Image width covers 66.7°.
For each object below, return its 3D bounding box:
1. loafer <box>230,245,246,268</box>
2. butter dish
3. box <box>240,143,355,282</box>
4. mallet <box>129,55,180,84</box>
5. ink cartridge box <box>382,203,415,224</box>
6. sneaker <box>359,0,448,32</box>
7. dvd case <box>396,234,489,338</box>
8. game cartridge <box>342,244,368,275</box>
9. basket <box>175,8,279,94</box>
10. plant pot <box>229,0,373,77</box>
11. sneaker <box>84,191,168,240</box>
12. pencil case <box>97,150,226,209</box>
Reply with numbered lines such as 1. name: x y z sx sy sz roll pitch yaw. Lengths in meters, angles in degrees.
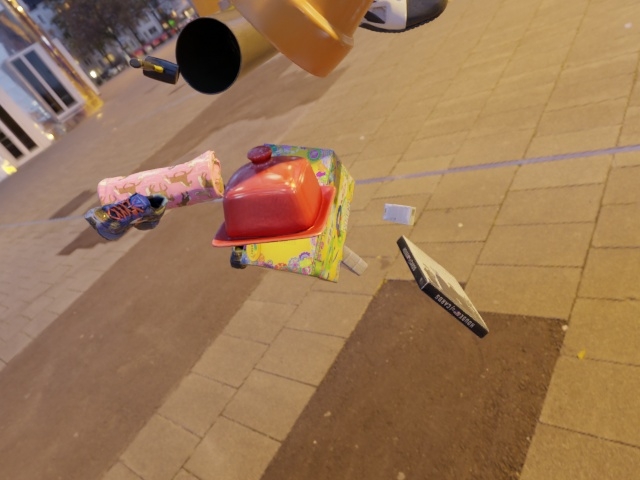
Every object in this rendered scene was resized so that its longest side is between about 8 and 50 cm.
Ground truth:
1. loafer: -0.242 0.010 1.611 0.076 0.078 0.223 8 31 7
2. butter dish: -0.070 -0.074 0.674 0.160 0.118 0.159 -6 29 13
3. box: -0.042 -0.055 1.224 0.177 0.279 0.289 8 83 16
4. mallet: -0.290 -0.290 0.807 0.189 0.063 0.039 -81 8 -76
5. ink cartridge box: 0.271 -0.091 1.679 0.029 0.062 0.115 1 9 -44
6. sneaker: 0.089 -0.498 0.938 0.331 0.146 0.122 3 70 3
7. dvd case: 0.256 0.091 1.050 0.029 0.179 0.238 -48 17 15
8. game cartridge: 0.000 0.000 1.578 0.068 0.230 0.355 -49 17 -6
9. basket: -0.192 -0.458 1.128 0.205 0.154 0.227 -18 23 43
10. plant pot: 0.000 -0.342 0.590 0.188 0.205 0.205 -41 23 25
11. sneaker: -0.414 -0.065 1.050 0.087 0.083 0.221 -45 -3 21
12. pencil case: -0.500 -0.164 1.537 0.387 0.159 0.167 -15 -15 1
